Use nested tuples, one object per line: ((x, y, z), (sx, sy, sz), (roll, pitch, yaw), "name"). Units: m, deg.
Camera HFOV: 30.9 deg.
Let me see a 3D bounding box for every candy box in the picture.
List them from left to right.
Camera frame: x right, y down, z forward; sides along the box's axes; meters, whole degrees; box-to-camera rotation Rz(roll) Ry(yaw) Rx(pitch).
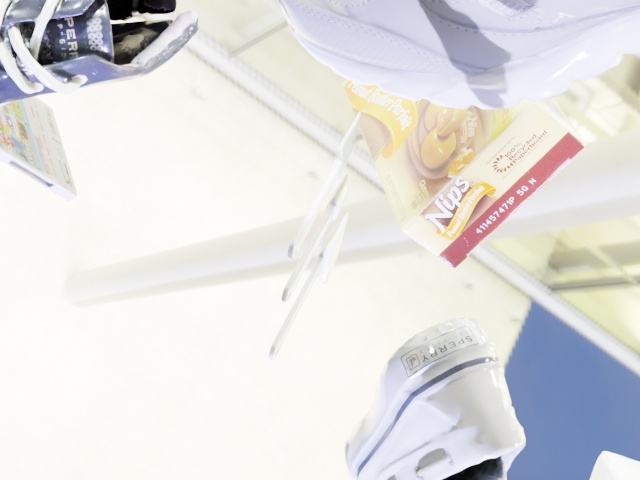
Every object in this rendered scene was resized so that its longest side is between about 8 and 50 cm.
((0.139, -0.137, 1.235), (0.087, 0.316, 0.183), (35, -68, -29), "candy box")

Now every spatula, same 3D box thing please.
((0.000, 0.000, 1.118), (0.019, 0.168, 0.242), (17, -145, 6), "spatula")

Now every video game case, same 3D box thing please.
((-0.228, -0.086, 0.875), (0.011, 0.122, 0.087), (-25, -113, 11), "video game case")

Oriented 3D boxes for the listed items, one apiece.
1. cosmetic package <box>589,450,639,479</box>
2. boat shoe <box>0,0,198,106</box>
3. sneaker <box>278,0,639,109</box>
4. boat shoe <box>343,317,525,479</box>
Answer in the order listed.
((0.279, 0.311, 0.853), (0.224, 0.138, 0.225), (18, -73, -8), "cosmetic package")
((-0.221, -0.132, 0.727), (0.340, 0.158, 0.127), (-42, -45, -46), "boat shoe")
((0.079, -0.114, 0.315), (0.115, 0.281, 0.105), (40, -118, -36), "sneaker")
((0.061, 0.121, 0.628), (0.083, 0.226, 0.076), (-22, -115, -7), "boat shoe")
